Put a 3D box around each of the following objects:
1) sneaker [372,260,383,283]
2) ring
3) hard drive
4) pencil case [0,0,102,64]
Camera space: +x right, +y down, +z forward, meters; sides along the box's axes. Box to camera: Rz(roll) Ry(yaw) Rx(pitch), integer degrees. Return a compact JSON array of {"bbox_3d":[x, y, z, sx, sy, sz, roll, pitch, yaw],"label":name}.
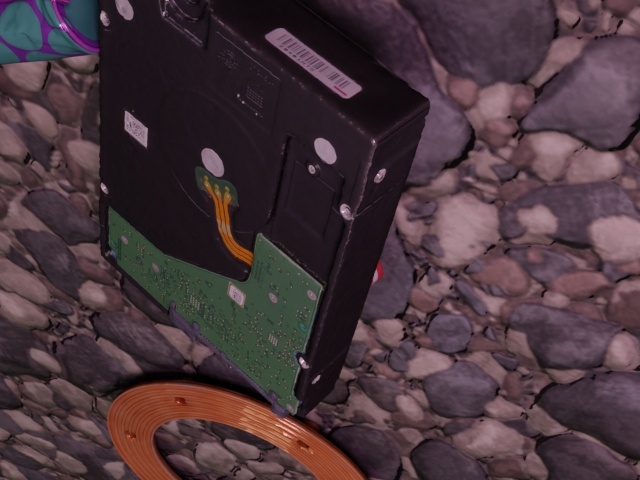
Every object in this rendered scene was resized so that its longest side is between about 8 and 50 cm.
[{"bbox_3d":[0.000,0.000,0.849,0.118,0.067,0.042,49,150,20],"label":"sneaker"},{"bbox_3d":[-0.086,0.259,1.195,0.337,0.032,0.336,15,140,13],"label":"ring"},{"bbox_3d":[-0.061,-0.035,0.757,0.237,0.064,0.339,39,144,20],"label":"hard drive"},{"bbox_3d":[-0.223,-0.162,0.762,0.152,0.064,0.070,-1,151,29],"label":"pencil case"}]
